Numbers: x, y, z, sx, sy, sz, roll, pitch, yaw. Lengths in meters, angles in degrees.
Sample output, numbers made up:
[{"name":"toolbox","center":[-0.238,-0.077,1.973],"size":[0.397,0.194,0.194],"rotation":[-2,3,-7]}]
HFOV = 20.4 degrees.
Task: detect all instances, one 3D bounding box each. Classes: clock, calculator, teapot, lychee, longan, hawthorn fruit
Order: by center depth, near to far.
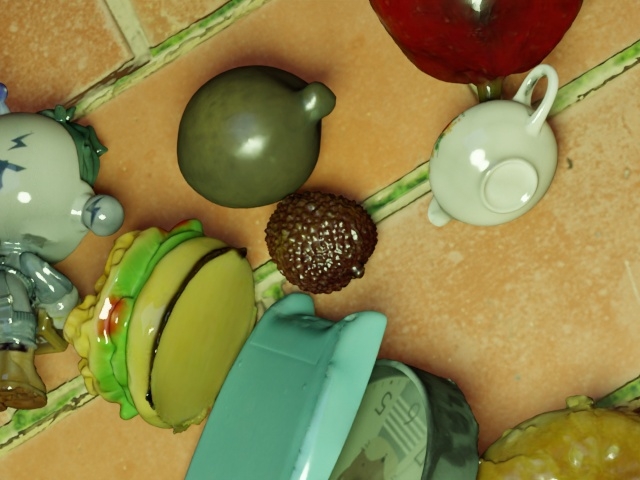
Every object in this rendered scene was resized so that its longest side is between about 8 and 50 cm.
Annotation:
[{"name":"clock","center":[0.035,0.272,1.811],"size":[0.325,0.067,0.325],"rotation":[-42,31,32]},{"name":"calculator","center":[-0.066,0.237,1.895],"size":[0.256,0.054,0.386],"rotation":[11,77,62]},{"name":"teapot","center":[0.195,-0.089,1.926],"size":[0.226,0.145,0.092],"rotation":[-56,34,18]},{"name":"hawthorn fruit","center":[0.166,-0.297,1.951],"size":[0.265,0.265,0.307],"rotation":[0,95,19]},{"name":"lychee","center":[-0.003,0.002,1.982],"size":[0.129,0.123,0.123],"rotation":[16,80,18]},{"name":"longan","center":[-0.068,-0.125,2.012],"size":[0.204,0.185,0.159],"rotation":[-27,108,32]}]

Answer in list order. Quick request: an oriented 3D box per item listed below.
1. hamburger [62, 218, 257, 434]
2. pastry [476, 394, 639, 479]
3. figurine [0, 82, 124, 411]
[{"name":"hamburger","center":[-0.181,0.086,1.971],"size":[0.149,0.237,0.237],"rotation":[19,81,26]},{"name":"pastry","center":[0.263,0.322,1.753],"size":[0.284,0.184,0.316],"rotation":[12,69,14]},{"name":"figurine","center":[-0.349,0.011,2.070],"size":[0.261,0.186,0.382],"rotation":[-5,68,12]}]
